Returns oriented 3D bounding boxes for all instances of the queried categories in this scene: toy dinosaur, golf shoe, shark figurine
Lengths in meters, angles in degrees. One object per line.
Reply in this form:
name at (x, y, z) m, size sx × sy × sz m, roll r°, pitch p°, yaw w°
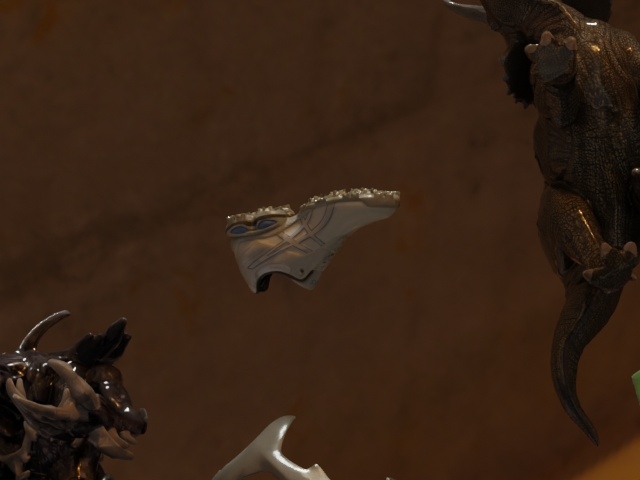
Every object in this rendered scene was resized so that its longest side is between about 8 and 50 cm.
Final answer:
toy dinosaur at (0.165, -0.043, 1.166) m, size 0.121 × 0.313 × 0.160 m, roll -13°, pitch -3°, yaw 0°
golf shoe at (0.000, 0.000, 1.824) m, size 0.069 × 0.176 × 0.086 m, roll -5°, pitch -98°, yaw -62°
shark figurine at (0.034, 0.258, 1.657) m, size 0.166 × 0.278 × 0.116 m, roll -58°, pitch -6°, yaw -80°

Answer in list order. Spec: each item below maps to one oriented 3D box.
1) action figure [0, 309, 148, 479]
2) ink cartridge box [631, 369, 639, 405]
action figure at (-0.172, 0.137, 1.157) m, size 0.164 × 0.275 × 0.141 m, roll -42°, pitch -46°, yaw 19°
ink cartridge box at (0.333, 0.178, 1.615) m, size 0.062 × 0.209 × 0.109 m, roll 24°, pitch -49°, yaw -33°
